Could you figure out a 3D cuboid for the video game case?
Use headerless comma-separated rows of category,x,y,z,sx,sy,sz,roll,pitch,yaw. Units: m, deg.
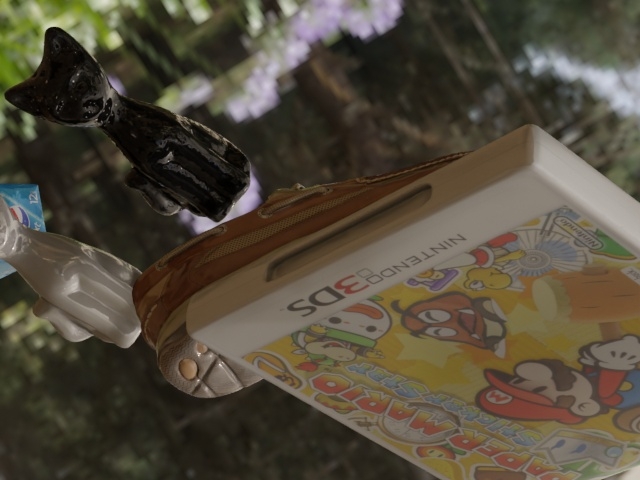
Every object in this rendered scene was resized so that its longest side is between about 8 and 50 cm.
video game case,0.089,0.048,0.857,0.206,0.227,0.026,-27,-135,37

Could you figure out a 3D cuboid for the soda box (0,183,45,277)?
soda box,-0.348,0.010,1.767,0.210,0.071,0.067,-22,165,41

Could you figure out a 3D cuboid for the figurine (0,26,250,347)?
figurine,-0.197,-0.038,1.502,0.215,0.209,0.092,-54,-144,1

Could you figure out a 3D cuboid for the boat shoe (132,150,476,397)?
boat shoe,0.000,0.000,1.452,0.324,0.123,0.116,-24,-133,-22
